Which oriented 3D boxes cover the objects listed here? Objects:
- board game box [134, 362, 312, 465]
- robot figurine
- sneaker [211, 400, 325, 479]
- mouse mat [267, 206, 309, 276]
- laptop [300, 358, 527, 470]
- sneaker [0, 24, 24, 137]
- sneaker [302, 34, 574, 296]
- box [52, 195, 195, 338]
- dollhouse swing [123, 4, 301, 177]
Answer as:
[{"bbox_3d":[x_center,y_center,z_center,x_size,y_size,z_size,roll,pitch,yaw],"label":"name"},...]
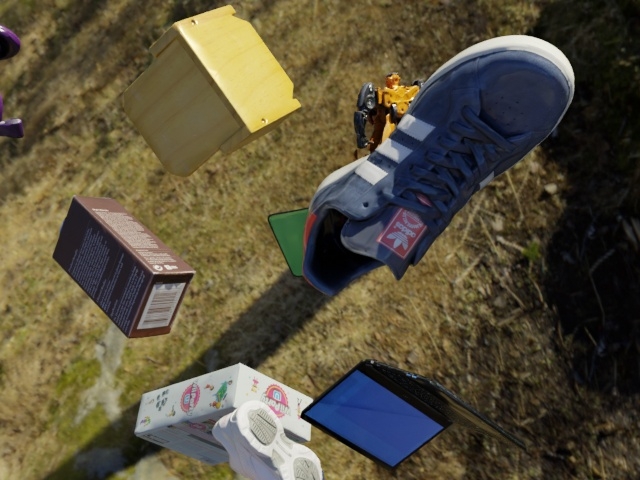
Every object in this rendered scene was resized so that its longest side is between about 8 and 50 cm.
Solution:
[{"bbox_3d":[-0.202,0.371,1.521,0.303,0.224,0.097,-22,48,34],"label":"board game box"},{"bbox_3d":[0.141,-0.187,1.459,0.085,0.211,0.291,10,107,52],"label":"robot figurine"},{"bbox_3d":[-0.083,0.355,1.158,0.115,0.232,0.090,-26,14,39],"label":"sneaker"},{"bbox_3d":[0.000,0.000,1.424,0.190,0.152,0.007,-9,27,29],"label":"mouse mat"},{"bbox_3d":[0.141,0.303,1.164,0.264,0.234,0.136,5,62,59],"label":"laptop"},{"bbox_3d":[-0.251,-0.147,0.475,0.098,0.083,0.223,-7,65,-22],"label":"sneaker"},{"bbox_3d":[0.101,-0.049,0.719,0.350,0.131,0.148,-41,21,44],"label":"sneaker"},{"bbox_3d":[-0.500,0.060,1.819,0.381,0.143,0.191,37,111,31],"label":"box"},{"bbox_3d":[-0.313,-0.397,2.037,0.315,0.347,0.305,-38,2,-44],"label":"dollhouse swing"}]
